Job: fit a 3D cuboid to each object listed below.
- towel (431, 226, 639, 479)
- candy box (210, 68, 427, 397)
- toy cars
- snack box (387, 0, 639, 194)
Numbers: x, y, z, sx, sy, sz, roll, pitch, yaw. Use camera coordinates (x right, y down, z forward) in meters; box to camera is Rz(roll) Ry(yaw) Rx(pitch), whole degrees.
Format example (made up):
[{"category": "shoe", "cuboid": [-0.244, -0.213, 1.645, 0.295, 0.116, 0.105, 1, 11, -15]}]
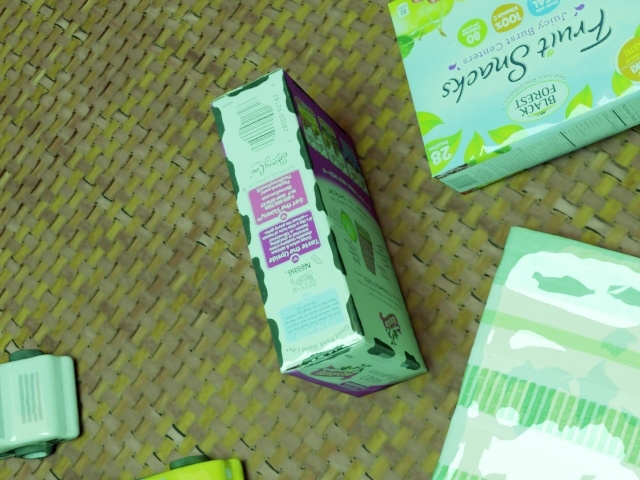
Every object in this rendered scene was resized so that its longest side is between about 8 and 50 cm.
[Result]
[{"category": "towel", "cuboid": [0.209, 0.168, 0.728, 0.248, 0.038, 0.325, 15, 81, 26]}, {"category": "candy box", "cuboid": [0.000, 0.000, 0.795, 0.071, 0.159, 0.233, -24, 66, 16]}, {"category": "toy cars", "cuboid": [-0.241, 0.202, 0.872, 0.394, 0.087, 0.176, 24, 84, 26]}, {"category": "snack box", "cuboid": [0.175, -0.157, 0.804, 0.207, 0.070, 0.174, -22, 67, 28]}]
